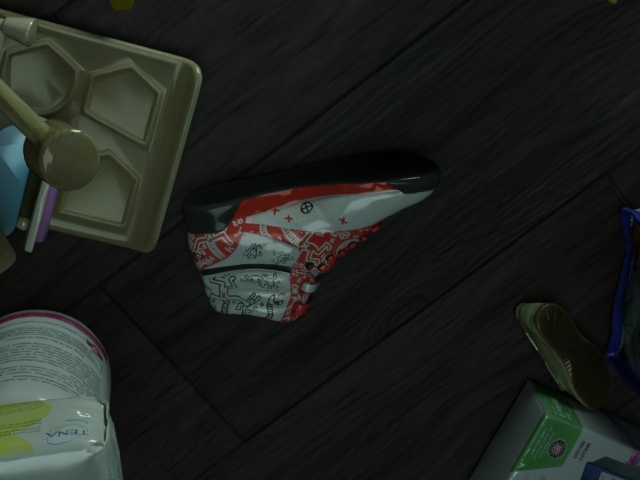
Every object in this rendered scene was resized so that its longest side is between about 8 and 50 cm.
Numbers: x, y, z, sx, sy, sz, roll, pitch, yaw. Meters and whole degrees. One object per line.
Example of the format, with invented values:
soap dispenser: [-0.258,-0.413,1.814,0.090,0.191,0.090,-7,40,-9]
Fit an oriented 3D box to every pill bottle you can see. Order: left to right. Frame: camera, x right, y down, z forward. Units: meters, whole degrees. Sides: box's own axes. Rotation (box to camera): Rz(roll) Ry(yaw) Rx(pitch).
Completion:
pill bottle: [-0.293,0.193,1.440,0.160,0.283,0.160,-2,111,-6]

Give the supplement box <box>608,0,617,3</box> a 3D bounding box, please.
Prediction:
supplement box: [0.251,-0.367,1.372,0.191,0.129,0.194,32,105,-16]

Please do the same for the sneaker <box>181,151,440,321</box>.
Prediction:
sneaker: [-0.001,0.000,1.507,0.270,0.090,0.145,-10,113,1]

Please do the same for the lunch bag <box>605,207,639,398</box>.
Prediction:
lunch bag: [0.499,0.090,1.436,0.328,0.385,0.239,-2,108,-5]

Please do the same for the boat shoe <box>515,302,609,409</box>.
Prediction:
boat shoe: [0.272,0.128,1.613,0.056,0.048,0.153,-50,118,-19]

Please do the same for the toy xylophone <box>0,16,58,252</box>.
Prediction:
toy xylophone: [-0.397,-0.121,1.398,0.323,0.081,0.236,10,108,2]

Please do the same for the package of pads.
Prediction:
package of pads: [-0.315,0.260,1.257,0.297,0.101,0.229,-6,113,-4]

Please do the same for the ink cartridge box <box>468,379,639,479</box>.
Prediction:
ink cartridge box: [0.300,0.276,1.644,0.212,0.093,0.154,23,106,-16]

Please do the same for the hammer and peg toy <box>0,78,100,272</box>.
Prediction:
hammer and peg toy: [-0.400,-0.050,1.283,0.361,0.127,0.266,-36,112,-13]

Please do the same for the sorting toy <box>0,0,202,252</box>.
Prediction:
sorting toy: [-0.240,-0.154,1.450,0.229,0.041,0.307,15,108,-7]
